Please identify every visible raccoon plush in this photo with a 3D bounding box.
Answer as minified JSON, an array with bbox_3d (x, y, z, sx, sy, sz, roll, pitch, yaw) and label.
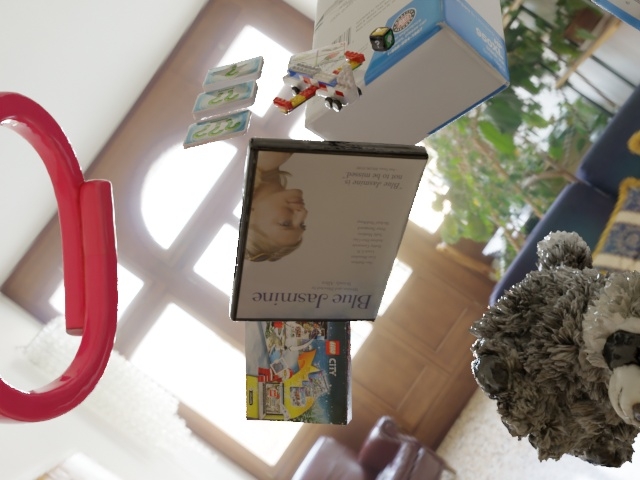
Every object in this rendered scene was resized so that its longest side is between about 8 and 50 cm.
[{"bbox_3d":[0.345,0.049,0.828,0.299,0.216,0.447,-47,20,40],"label":"raccoon plush"}]

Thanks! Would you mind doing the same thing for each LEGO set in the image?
[{"bbox_3d":[-0.037,-0.194,0.808,0.182,0.244,0.060,-84,-21,-50],"label":"LEGO set"}]

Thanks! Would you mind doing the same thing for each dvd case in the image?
[{"bbox_3d":[0.000,0.000,0.772,0.022,0.180,0.253,-102,18,-45],"label":"dvd case"}]

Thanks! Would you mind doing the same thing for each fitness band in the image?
[{"bbox_3d":[-0.264,0.014,0.632,0.209,0.054,0.291,5,-101,-70],"label":"fitness band"}]

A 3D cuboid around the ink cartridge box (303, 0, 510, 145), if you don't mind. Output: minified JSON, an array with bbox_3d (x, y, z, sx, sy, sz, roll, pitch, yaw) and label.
[{"bbox_3d":[0.134,-0.358,1.161,0.285,0.166,0.395,-30,43,40],"label":"ink cartridge box"}]

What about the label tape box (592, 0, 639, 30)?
[{"bbox_3d":[0.431,-0.410,0.742,0.348,0.115,0.249,-59,1,-33],"label":"label tape box"}]

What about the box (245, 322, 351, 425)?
[{"bbox_3d":[-0.034,0.158,1.083,0.044,0.159,0.233,1,-91,-78],"label":"box"}]
